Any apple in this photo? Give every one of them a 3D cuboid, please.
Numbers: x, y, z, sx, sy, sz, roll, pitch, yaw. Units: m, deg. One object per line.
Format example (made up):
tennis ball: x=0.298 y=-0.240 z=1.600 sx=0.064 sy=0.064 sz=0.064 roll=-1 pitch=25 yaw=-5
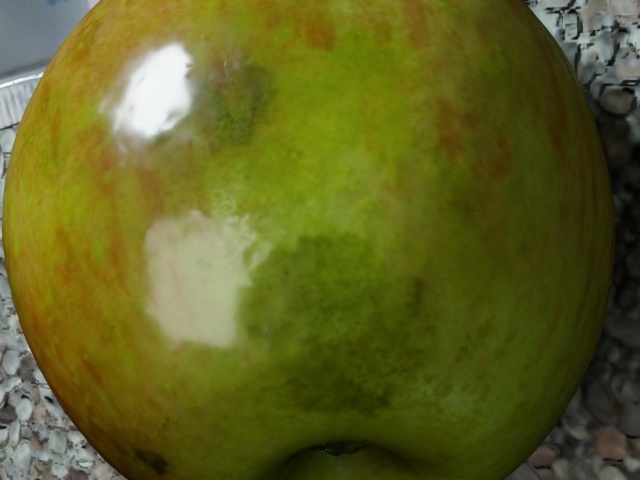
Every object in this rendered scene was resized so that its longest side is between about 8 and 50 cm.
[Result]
apple: x=0.000 y=0.000 z=1.040 sx=0.339 sy=0.339 sz=0.339 roll=6 pitch=101 yaw=35

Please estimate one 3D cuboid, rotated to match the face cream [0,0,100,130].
face cream: x=-0.188 y=-0.297 z=1.242 sx=0.235 sy=0.137 sz=0.420 roll=-16 pitch=90 yaw=8
